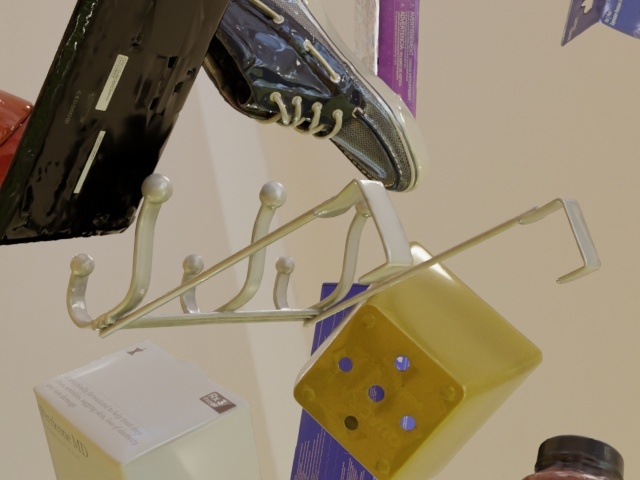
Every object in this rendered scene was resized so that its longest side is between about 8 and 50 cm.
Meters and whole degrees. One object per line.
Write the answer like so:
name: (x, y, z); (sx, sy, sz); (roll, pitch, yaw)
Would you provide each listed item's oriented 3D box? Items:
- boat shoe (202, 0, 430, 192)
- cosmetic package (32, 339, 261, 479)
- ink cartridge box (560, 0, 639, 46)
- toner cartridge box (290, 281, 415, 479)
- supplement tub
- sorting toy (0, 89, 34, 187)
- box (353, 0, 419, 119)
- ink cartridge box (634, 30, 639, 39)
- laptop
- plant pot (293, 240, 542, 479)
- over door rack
boat shoe: (-0.018, -0.165, 1.162); (0.340, 0.158, 0.127); (51, -33, -7)
cosmetic package: (-0.167, 0.328, 1.048); (0.217, 0.156, 0.385); (17, -57, 49)
ink cartridge box: (0.465, -0.362, 1.165); (0.371, 0.176, 0.069); (-33, -107, -2)
toner cartridge box: (0.053, 0.235, 1.327); (0.165, 0.075, 0.348); (-1, -104, 50)
supplement tub: (0.189, 0.251, 0.734); (0.106, 0.106, 0.198); (-31, -149, 46)
sorting toy: (-0.227, -0.196, 0.842); (0.365, 0.126, 0.127); (-52, -154, -20)
box: (0.088, -0.268, 1.359); (0.293, 0.057, 0.201); (-107, -163, -75)
ink cartridge box: (0.397, -0.086, 0.702); (0.186, 0.311, 0.065); (-89, -171, -62)
laptop: (-0.156, -0.134, 0.659); (0.136, 0.264, 0.234); (28, -79, 14)
plant pot: (0.092, 0.151, 1.082); (0.212, 0.187, 0.212); (42, -73, 13)
over door rack: (0.000, 0.000, 0.698); (0.324, 0.239, 0.108); (-14, -100, 43)
